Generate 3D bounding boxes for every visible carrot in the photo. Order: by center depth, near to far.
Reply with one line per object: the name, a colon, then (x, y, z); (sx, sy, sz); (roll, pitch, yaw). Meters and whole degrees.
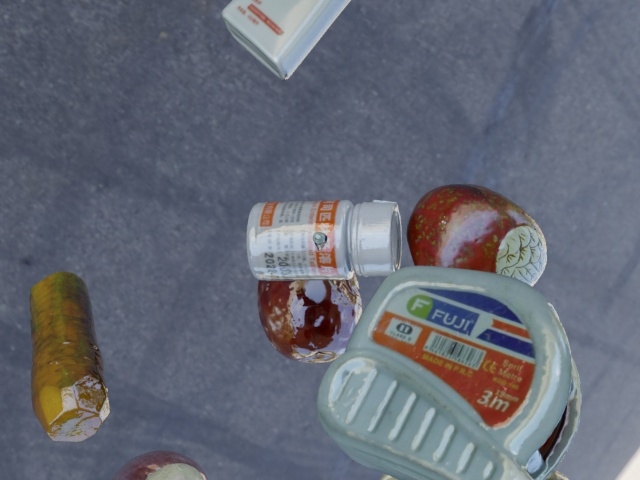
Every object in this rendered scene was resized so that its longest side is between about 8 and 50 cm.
carrot: (-0.397, 0.180, 1.539); (0.114, 0.302, 0.114); (-10, 130, -12)

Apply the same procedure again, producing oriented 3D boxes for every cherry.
cherry: (-0.319, 0.518, 1.852); (0.206, 0.239, 0.239); (31, 97, -12)

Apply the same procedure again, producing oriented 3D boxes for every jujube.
jujube: (-0.026, 0.097, 2.074); (0.223, 0.318, 0.223); (-5, 161, -2)

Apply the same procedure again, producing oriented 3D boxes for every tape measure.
tape measure: (0.139, 0.153, 0.979); (0.246, 0.243, 0.125); (-59, 148, -20)

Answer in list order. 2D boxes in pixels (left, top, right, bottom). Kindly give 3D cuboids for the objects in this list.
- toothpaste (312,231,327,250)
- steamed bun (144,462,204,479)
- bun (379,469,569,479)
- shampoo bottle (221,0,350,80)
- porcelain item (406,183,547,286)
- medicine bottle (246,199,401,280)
toothpaste: (0.000, 0.000, 1.491); (0.027, 0.019, 0.083); (-61, 171, -4)
steamed bun: (-0.218, 0.406, 1.551); (0.091, 0.130, 0.112); (-30, 97, -23)
bun: (0.192, 0.396, 1.377); (0.365, 0.365, 0.219); (-28, 101, -31)
shampoo bottle: (0.001, -0.368, 1.423); (0.284, 0.153, 0.071); (-44, 149, -6)
porcelain item: (0.242, 0.033, 1.646); (0.253, 0.253, 0.253); (-29, 138, -30)
medicine bottle: (0.009, 0.000, 1.697); (0.144, 0.252, 0.144); (1, 90, -80)
